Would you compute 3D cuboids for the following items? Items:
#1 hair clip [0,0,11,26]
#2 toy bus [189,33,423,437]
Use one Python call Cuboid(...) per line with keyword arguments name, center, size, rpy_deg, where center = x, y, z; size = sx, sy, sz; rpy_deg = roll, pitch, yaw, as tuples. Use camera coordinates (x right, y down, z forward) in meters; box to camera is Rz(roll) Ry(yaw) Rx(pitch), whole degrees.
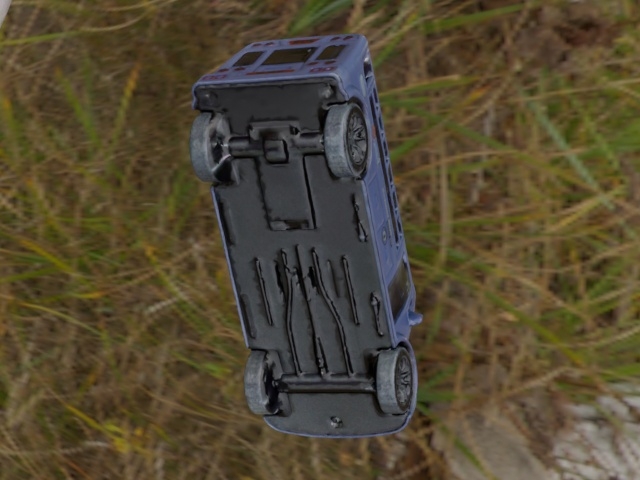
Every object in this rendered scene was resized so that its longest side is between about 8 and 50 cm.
Cuboid(name="hair clip", center=(-0.231, -0.155, 0.499), size=(0.331, 0.101, 0.085), rpy_deg=(35, 68, -45))
Cuboid(name="toy bus", center=(0.000, 0.000, 1.247), size=(0.133, 0.125, 0.292), rpy_deg=(-55, 138, -58))
